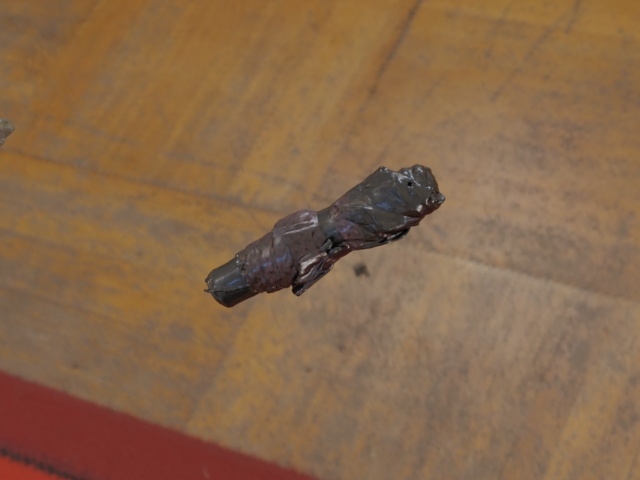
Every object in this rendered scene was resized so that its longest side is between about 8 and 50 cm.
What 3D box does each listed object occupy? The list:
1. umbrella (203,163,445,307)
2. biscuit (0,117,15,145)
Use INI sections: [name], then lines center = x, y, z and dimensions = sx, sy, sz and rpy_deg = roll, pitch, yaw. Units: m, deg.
[umbrella]
center = 0.000, 0.000, 1.739
dimensions = 0.326, 0.090, 0.094
rpy_deg = -28, 38, 17
[biscuit]
center = -0.315, -0.042, 0.785
dimensions = 0.290, 0.038, 0.141
rpy_deg = -22, 56, -37
